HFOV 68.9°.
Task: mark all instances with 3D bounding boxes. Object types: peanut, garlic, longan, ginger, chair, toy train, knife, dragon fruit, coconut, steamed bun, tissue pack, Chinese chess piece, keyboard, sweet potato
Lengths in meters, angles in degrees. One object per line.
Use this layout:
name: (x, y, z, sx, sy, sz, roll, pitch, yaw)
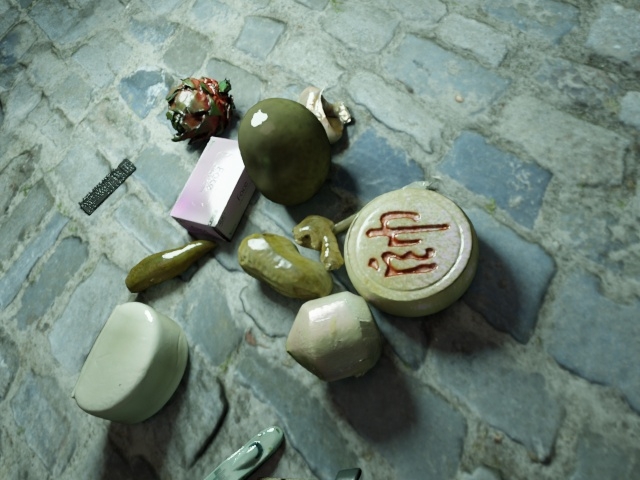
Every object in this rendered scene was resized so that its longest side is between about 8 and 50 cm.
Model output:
peanut: (-0.076, 0.056, 1.027, 0.237, 0.120, 0.110, 23, 107, 21)
garlic: (0.001, -0.322, 1.201, 0.124, 0.099, 0.174, -32, 58, 18)
longan: (-0.086, -0.210, 1.085, 0.215, 0.246, 0.245, -40, 57, 20)
ginger: (-0.009, 0.000, 1.016, 0.096, 0.067, 0.165, -3, 40, -15)
chair: (-0.027, 0.464, 0.818, 0.222, 0.104, 0.095, -16, 86, 15)
toy train: (-0.167, 0.443, 0.891, 0.234, 0.051, 0.052, -42, 63, -6)
knife: (0.123, -0.064, 1.073, 0.298, 0.017, 0.047, -29, 65, 3)
dragon fruit: (-0.335, -0.364, 1.288, 0.189, 0.182, 0.182, -14, 50, -37)
coconut: (0.023, 0.190, 0.896, 0.183, 0.170, 0.170, -23, 59, 3)
steamed bun: (-0.389, 0.266, 0.996, 0.164, 0.146, 0.241, 9, 66, 25)
tissue pack: (-0.257, -0.133, 1.188, 0.149, 0.092, 0.246, 13, 69, 25)
Chinese chess piece: (0.183, 0.023, 0.956, 0.270, 0.112, 0.269, -8, 63, 15)
keyboard: (-0.623, -0.161, 1.365, 0.060, 0.018, 0.195, 37, 80, 27)
sweet potato: (-0.372, 0.053, 1.142, 0.244, 0.077, 0.077, -28, 59, 4)
